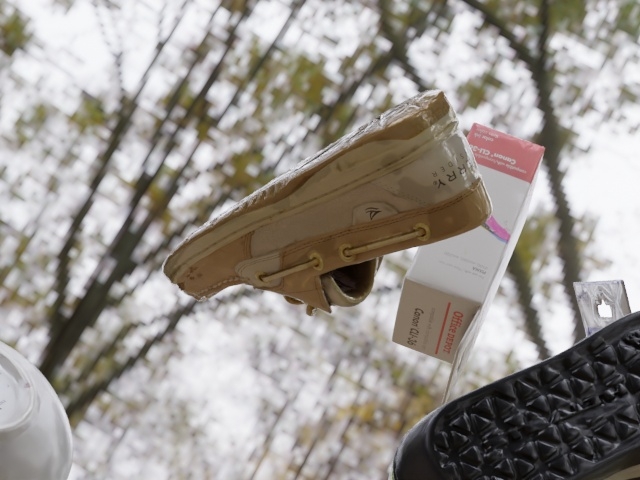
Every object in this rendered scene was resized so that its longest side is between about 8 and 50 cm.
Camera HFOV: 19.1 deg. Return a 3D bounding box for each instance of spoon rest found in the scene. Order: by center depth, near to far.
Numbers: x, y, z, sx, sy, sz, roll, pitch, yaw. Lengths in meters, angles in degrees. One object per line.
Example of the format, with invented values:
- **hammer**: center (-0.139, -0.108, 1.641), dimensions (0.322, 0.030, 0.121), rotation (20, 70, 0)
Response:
- **spoon rest**: center (-0.234, 0.121, 0.980), dimensions (0.137, 0.276, 0.084), rotation (41, -59, 12)

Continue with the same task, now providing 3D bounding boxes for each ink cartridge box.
- **ink cartridge box**: center (0.111, 0.020, 1.524), dimensions (0.067, 0.198, 0.115), rotation (20, -29, 8)
- **ink cartridge box**: center (0.280, 0.133, 1.674), dimensions (0.045, 0.208, 0.206), rotation (-11, 0, -4)

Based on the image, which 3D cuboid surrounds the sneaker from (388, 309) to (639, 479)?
- **sneaker**: center (0.121, 0.099, 0.899), dimensions (0.084, 0.234, 0.097), rotation (63, -30, 29)

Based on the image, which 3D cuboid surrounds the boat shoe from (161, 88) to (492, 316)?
- **boat shoe**: center (0.000, 0.000, 0.735), dimensions (0.170, 0.063, 0.059), rotation (-27, -83, 51)
